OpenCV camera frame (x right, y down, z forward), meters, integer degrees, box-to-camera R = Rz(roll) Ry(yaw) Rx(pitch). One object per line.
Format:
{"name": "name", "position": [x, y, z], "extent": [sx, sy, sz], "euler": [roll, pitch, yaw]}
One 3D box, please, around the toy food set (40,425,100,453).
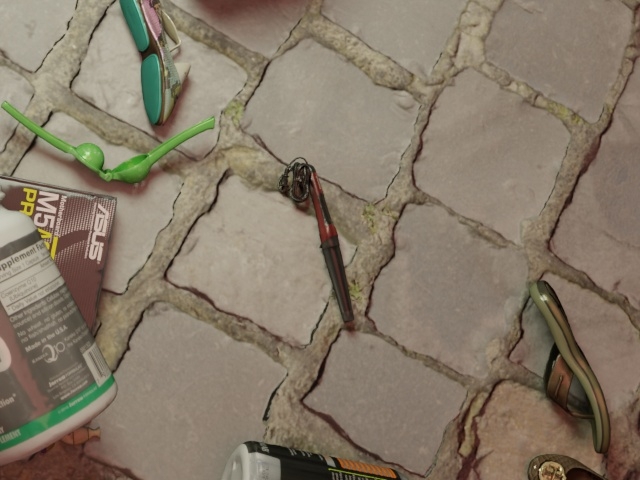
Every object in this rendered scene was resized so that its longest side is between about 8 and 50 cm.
{"name": "toy food set", "position": [-0.386, 0.267, 1.449], "extent": [0.122, 0.019, 0.078], "euler": [-12, 88, -18]}

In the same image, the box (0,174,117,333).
{"name": "box", "position": [-0.425, 0.050, 1.440], "extent": [0.216, 0.060, 0.270], "euler": [12, 81, -15]}

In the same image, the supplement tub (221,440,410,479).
{"name": "supplement tub", "position": [0.012, 0.416, 1.462], "extent": [0.315, 0.193, 0.194], "euler": [15, 80, -14]}

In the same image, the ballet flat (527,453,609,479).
{"name": "ballet flat", "position": [0.460, 0.428, 1.666], "extent": [0.249, 0.058, 0.084], "euler": [29, 76, -12]}

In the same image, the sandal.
{"name": "sandal", "position": [0.404, 0.214, 1.660], "extent": [0.086, 0.120, 0.303], "euler": [-25, 90, 10]}

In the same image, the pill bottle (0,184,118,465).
{"name": "pill bottle", "position": [-0.430, 0.089, 1.287], "extent": [0.204, 0.204, 0.361], "euler": [-28, 98, -18]}

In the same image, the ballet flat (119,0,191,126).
{"name": "ballet flat", "position": [-0.246, -0.288, 1.532], "extent": [0.079, 0.077, 0.222], "euler": [-13, 87, -37]}

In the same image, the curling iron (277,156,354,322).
{"name": "curling iron", "position": [0.000, 0.000, 1.587], "extent": [0.068, 0.035, 0.274], "euler": [-20, 89, -14]}

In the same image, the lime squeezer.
{"name": "lime squeezer", "position": [-0.316, -0.139, 1.480], "extent": [0.310, 0.059, 0.110], "euler": [3, 123, -14]}
